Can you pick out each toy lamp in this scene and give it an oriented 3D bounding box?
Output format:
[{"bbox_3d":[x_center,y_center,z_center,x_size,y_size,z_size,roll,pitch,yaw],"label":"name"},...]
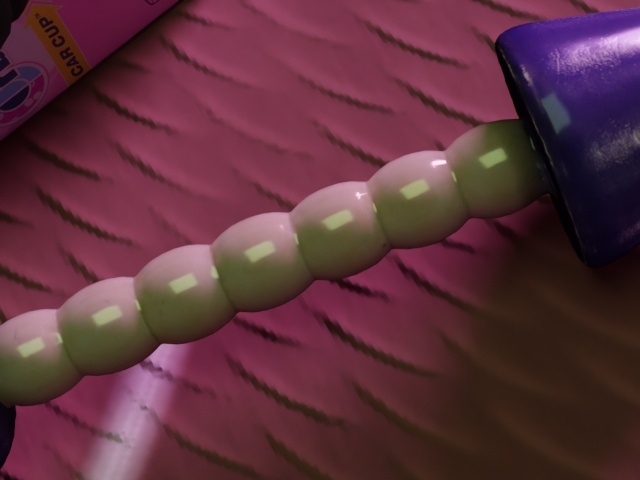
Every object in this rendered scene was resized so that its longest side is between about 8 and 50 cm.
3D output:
[{"bbox_3d":[0.000,0.000,0.563,0.274,0.080,0.080,-21,59,6],"label":"toy lamp"}]

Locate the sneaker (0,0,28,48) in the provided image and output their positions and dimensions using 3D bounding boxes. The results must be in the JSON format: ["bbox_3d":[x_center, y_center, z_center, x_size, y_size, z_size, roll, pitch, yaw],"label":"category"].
[{"bbox_3d":[-0.239,-0.042,0.574,0.384,0.145,0.147,-43,55,6],"label":"sneaker"}]

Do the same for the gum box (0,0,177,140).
[{"bbox_3d":[-0.138,-0.137,0.678,0.107,0.062,0.188,-39,61,-7],"label":"gum box"}]
